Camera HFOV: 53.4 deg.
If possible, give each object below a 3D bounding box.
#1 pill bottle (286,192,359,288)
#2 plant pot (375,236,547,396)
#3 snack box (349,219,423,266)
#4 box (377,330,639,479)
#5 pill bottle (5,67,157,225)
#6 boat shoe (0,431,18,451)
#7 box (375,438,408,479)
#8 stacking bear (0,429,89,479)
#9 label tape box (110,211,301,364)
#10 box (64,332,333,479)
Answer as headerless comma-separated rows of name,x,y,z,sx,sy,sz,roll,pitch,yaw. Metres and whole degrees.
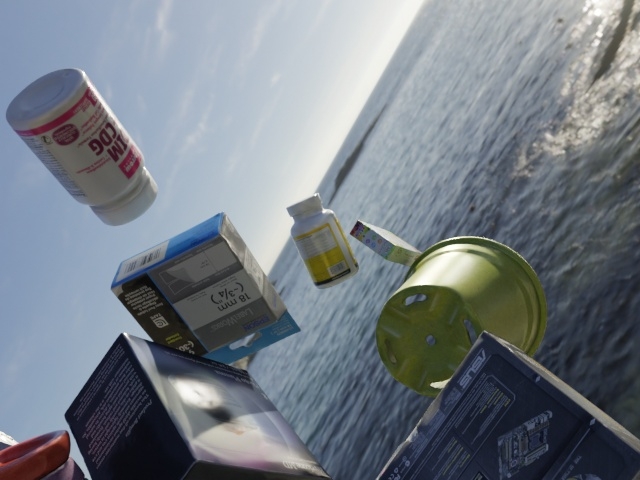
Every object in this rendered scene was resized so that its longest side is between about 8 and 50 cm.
pill bottle,0.000,0.000,1.320,0.103,0.184,0.103,-24,6,3
plant pot,0.223,0.141,1.086,0.276,0.276,0.254,-59,-21,20
snack box,0.134,0.009,1.251,0.141,0.100,0.037,16,-74,-56
box,0.133,0.212,0.501,0.231,0.056,0.183,-57,30,5
pill bottle,-0.440,-0.169,1.215,0.160,0.160,0.283,-62,-36,-30
boat shoe,-0.741,0.476,1.429,0.095,0.258,0.084,-57,-14,-25
box,0.271,0.663,1.810,0.165,0.143,0.270,-47,-12,-29
stacking bear,-0.345,0.409,0.812,0.164,0.289,0.175,-23,1,9
label tape box,-0.214,0.142,1.277,0.241,0.333,0.106,-26,28,9
box,-0.189,0.325,0.995,0.182,0.296,0.294,-54,46,6
